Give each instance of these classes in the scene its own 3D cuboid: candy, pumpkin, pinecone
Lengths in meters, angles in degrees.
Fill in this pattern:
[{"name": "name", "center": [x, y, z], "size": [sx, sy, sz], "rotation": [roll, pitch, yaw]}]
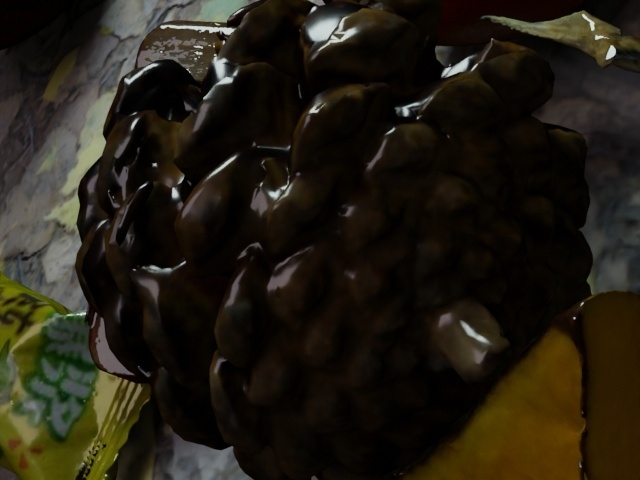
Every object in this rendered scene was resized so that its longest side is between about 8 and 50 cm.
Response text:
[{"name": "candy", "center": [-0.230, 0.092, 0.803], "size": [0.297, 0.081, 0.187], "rotation": [16, 83, 38]}, {"name": "pumpkin", "center": [0.076, 0.132, 0.446], "size": [0.163, 0.111, 0.278], "rotation": [8, 111, 45]}, {"name": "pinecone", "center": [-0.005, -0.003, 0.509], "size": [0.257, 0.243, 0.243], "rotation": [21, 85, 27]}]

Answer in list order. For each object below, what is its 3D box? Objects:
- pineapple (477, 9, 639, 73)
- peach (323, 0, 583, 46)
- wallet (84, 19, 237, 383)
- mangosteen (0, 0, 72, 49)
[{"name": "pineapple", "center": [0.198, -0.077, 0.378], "size": [0.334, 0.161, 0.158], "rotation": [35, 114, 23]}, {"name": "peach", "center": [0.082, -0.211, 0.580], "size": [0.226, 0.196, 0.190], "rotation": [-40, 16, 22]}, {"name": "wallet", "center": [-0.083, -0.028, 0.726], "size": [0.137, 0.031, 0.255], "rotation": [4, 73, 15]}, {"name": "mangosteen", "center": [-0.331, -0.316, 0.954], "size": [0.311, 0.311, 0.311], "rotation": [-21, 57, 36]}]
